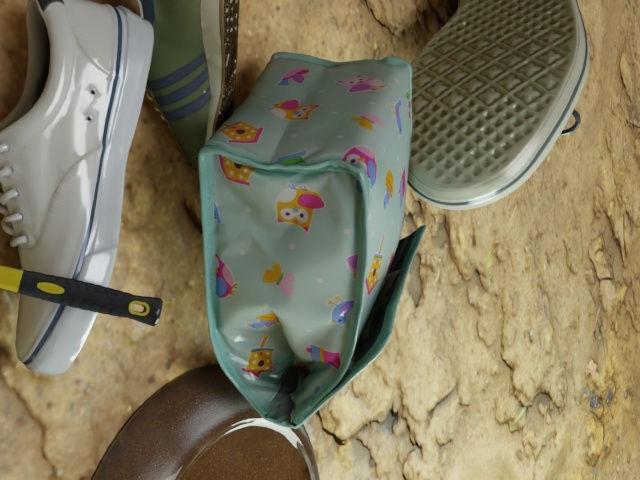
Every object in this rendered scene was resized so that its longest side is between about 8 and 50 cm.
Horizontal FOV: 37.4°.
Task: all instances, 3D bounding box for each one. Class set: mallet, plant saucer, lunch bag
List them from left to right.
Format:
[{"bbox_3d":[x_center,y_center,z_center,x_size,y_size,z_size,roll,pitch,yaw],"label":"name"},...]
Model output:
[{"bbox_3d":[-0.195,0.033,0.582,0.189,0.039,0.062,22,81,-14],"label":"mallet"},{"bbox_3d":[-0.087,0.266,0.835,0.310,0.050,0.311,-7,98,-54],"label":"plant saucer"},{"bbox_3d":[0.000,0.000,0.808,0.223,0.160,0.262,-64,156,-57],"label":"lunch bag"}]

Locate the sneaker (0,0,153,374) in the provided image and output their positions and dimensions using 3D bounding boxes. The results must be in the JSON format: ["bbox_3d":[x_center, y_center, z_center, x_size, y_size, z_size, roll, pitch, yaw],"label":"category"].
[{"bbox_3d":[-0.186,-0.041,0.642,0.091,0.094,0.258,13,82,-31],"label":"sneaker"}]

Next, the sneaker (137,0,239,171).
[{"bbox_3d":[-0.112,-0.136,0.737,0.192,0.086,0.064,100,4,-49],"label":"sneaker"}]

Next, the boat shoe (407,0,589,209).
[{"bbox_3d":[0.206,-0.185,1.043,0.500,0.186,0.156,-68,151,-46],"label":"boat shoe"}]
